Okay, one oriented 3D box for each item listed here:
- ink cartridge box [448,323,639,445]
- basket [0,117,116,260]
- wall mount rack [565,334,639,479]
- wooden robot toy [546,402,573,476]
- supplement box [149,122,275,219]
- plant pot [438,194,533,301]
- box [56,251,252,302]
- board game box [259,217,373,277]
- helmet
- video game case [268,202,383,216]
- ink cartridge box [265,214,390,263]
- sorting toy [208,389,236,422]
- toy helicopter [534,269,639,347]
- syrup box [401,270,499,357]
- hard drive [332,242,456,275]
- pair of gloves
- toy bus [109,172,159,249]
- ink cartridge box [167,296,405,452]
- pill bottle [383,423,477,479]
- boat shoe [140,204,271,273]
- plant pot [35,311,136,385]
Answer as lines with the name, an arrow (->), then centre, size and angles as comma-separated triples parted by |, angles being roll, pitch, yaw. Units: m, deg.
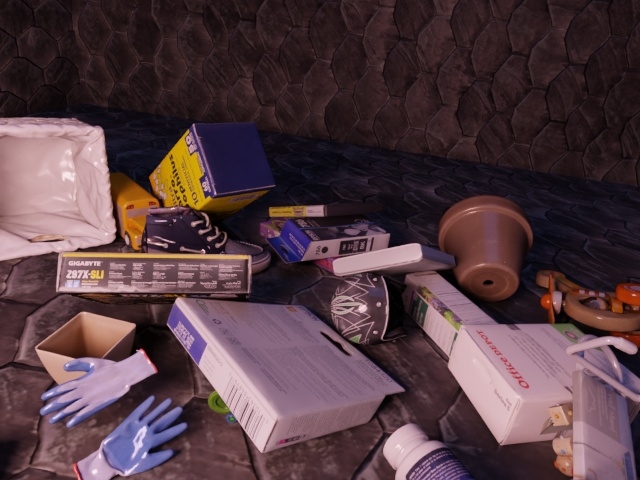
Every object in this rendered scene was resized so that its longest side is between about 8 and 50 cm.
ink cartridge box -> 0.418, 0.260, 0.804 | 0.273, 0.114, 0.198 | 2, 25, -14
basket -> -0.760, -0.152, 1.116 | 0.329, 0.330, 0.267 | -12, 25, -36
wall mount rack -> 0.493, 0.305, 0.603 | 0.304, 0.130, 0.349 | 31, 54, -11
wooden robot toy -> 0.394, 0.347, 0.659 | 0.076, 0.079, 0.173 | -21, 76, -35
supplement box -> -0.325, -0.174, 1.223 | 0.196, 0.193, 0.357 | -16, -5, -41
plant pot -> 0.461, 0.044, 1.179 | 0.264, 0.262, 0.229 | 11, 44, 7
box -> -0.303, 0.084, 0.849 | 0.323, 0.079, 0.257 | 1, -15, -9
board game box -> 0.000, 0.000, 1.326 | 0.347, 0.056, 0.208 | 26, 27, 35
helmet -> 0.102, 0.145, 0.898 | 0.162, 0.169, 0.169 | 13, 17, -39
video game case -> 0.019, -0.097, 1.334 | 0.249, 0.035, 0.275 | 2, 7, 44
ink cartridge box -> 0.022, -0.013, 1.236 | 0.333, 0.065, 0.165 | -8, 29, -28
sorting toy -> -0.135, 0.266, 0.699 | 0.102, 0.061, 0.042 | 27, 21, -14
toy helicopter -> 0.681, 0.155, 1.138 | 0.235, 0.140, 0.355 | -3, 15, -2
syrup box -> 0.290, 0.171, 0.985 | 0.097, 0.093, 0.237 | -4, 27, -23
hard drive -> 0.192, 0.058, 1.025 | 0.203, 0.040, 0.308 | -13, -12, 28
pair of gloves -> -0.299, 0.250, 0.616 | 0.159, 0.023, 0.198 | -25, 74, -39
toy bus -> -0.567, -0.092, 1.257 | 0.108, 0.130, 0.333 | -15, 33, -40
ink cartridge box -> -0.061, 0.217, 0.771 | 0.330, 0.071, 0.324 | 15, 13, -47
pill bottle -> 0.164, 0.342, 0.580 | 0.094, 0.094, 0.169 | -7, 29, -29
boat shoe -> -0.297, -0.002, 1.108 | 0.342, 0.157, 0.127 | 1, 26, -13
plant pot -> -0.392, 0.201, 0.721 | 0.109, 0.096, 0.109 | 12, 26, 8
